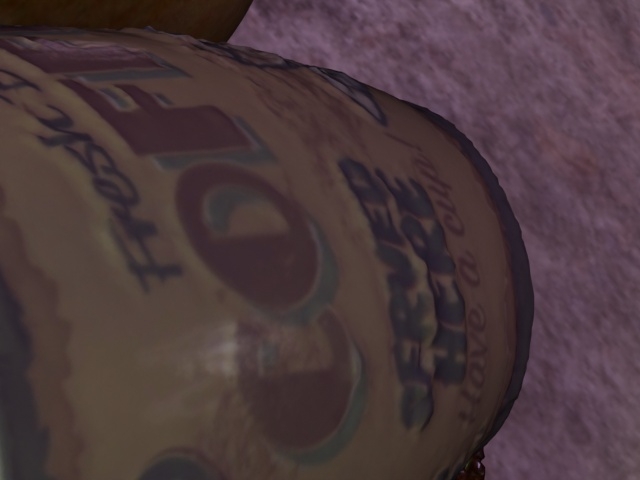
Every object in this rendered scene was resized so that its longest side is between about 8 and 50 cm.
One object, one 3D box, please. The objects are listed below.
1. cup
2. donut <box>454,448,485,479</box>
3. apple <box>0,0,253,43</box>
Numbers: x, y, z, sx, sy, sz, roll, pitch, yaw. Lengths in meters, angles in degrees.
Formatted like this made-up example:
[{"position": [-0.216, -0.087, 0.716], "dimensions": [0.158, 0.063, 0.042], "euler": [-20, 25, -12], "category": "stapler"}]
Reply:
[{"position": [-0.090, 0.018, 0.635], "dimensions": [0.257, 0.227, 0.301], "euler": [-11, 39, -44], "category": "cup"}, {"position": [0.014, 0.103, 0.800], "dimensions": [0.073, 0.184, 0.166], "euler": [-9, 47, -18], "category": "donut"}, {"position": [-0.153, -0.143, 0.796], "dimensions": [0.257, 0.257, 0.234], "euler": [37, 59, -5], "category": "apple"}]
